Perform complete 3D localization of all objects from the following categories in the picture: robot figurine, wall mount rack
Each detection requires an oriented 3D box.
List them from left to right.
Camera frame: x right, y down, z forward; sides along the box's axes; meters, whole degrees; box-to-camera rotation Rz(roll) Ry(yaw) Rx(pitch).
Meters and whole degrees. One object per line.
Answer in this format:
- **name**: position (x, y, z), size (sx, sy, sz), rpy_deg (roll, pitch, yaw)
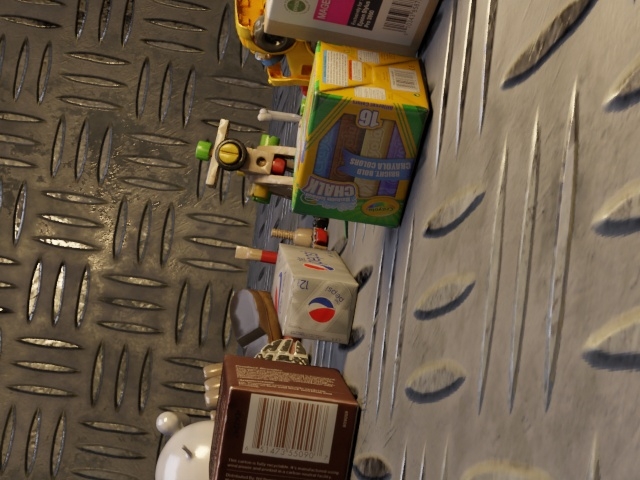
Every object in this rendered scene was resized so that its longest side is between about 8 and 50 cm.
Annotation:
- **robot figurine**: position (-0.195, 0.441, 2.161), size (0.200, 0.300, 0.353), rpy_deg (-44, -11, -5)
- **wall mount rack**: position (-0.066, -0.368, 2.534), size (0.304, 0.130, 0.350), rpy_deg (-125, 44, -80)

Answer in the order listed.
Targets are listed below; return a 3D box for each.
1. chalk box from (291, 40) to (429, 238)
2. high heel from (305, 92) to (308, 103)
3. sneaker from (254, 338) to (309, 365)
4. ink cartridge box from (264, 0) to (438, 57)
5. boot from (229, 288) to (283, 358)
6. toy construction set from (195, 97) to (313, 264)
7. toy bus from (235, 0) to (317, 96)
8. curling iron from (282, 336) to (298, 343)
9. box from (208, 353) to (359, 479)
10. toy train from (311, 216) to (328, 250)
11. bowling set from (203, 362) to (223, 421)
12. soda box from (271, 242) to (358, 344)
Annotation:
- **chalk box**: position (0.038, -0.105, 1.359), size (0.132, 0.132, 0.213), rpy_deg (-90, 11, -54)
- **high heel**: position (0.012, -0.143, 1.750), size (0.261, 0.093, 0.186), rpy_deg (161, 124, -72)
- **sneaker**: position (-0.081, 0.307, 1.968), size (0.118, 0.107, 0.279), rpy_deg (91, -173, -70)
- **ink cartridge box**: position (0.046, -0.320, 1.308), size (0.235, 0.193, 0.088), rpy_deg (110, 167, -61)
- **boot**: position (-0.085, 0.241, 2.168), size (0.112, 0.115, 0.305), rpy_deg (-22, 70, 41)
- **toy construction set**: position (-0.117, -0.100, 2.140), size (0.257, 0.237, 0.309), rpy_deg (-91, 10, -70)
- **toy bus**: position (-0.033, -0.319, 1.893), size (0.211, 0.220, 0.149), rpy_deg (97, 171, -48)
- **curling iron**: position (-0.050, 0.178, 2.128), size (0.274, 0.035, 0.068), rpy_deg (-90, 15, -46)
- **box**: position (-0.054, 0.259, 1.510), size (0.203, 0.168, 0.167), rpy_deg (-136, 54, -82)
- **toy train**: position (0.000, 0.000, 1.984), size (0.036, 0.027, 0.158), rpy_deg (122, 159, -45)
- **bowling set**: position (-0.172, 0.382, 2.576), size (0.287, 0.154, 0.200), rpy_deg (-119, 20, -77)
- **soda box**: position (-0.014, 0.074, 1.714), size (0.286, 0.098, 0.091), rpy_deg (-124, 43, -79)
